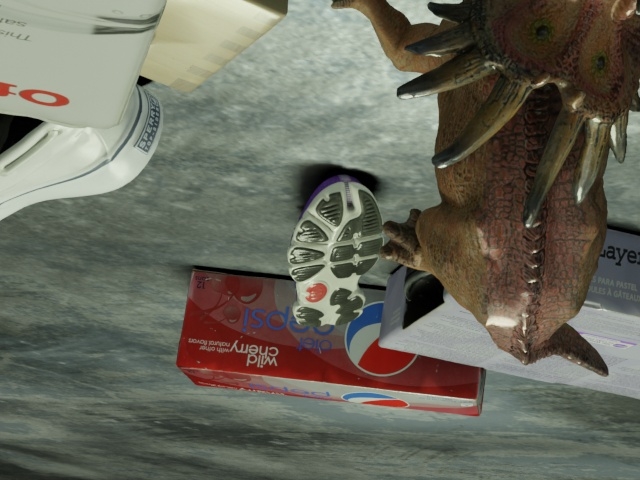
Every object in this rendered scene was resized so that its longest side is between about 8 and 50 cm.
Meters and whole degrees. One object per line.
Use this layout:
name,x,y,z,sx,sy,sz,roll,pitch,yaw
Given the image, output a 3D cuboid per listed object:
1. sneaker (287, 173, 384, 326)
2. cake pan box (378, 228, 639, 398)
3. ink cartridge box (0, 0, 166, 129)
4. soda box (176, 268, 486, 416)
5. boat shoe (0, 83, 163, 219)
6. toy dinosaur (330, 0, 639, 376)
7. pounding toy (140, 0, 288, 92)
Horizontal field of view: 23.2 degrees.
sneaker,0.000,0.000,1.121,0.068,0.071,0.170,-8,151,-13
cake pan box,0.193,0.055,1.193,0.266,0.070,0.246,12,161,-10
ink cartridge box,-0.105,-0.114,0.373,0.160,0.093,0.219,12,164,-11
soda box,0.013,0.091,1.360,0.263,0.092,0.083,6,165,10
boat shoe,-0.215,-0.064,0.988,0.258,0.095,0.084,-17,147,36
toy dinosaur,0.089,-0.031,0.690,0.127,0.296,0.200,-14,-153,-7
pounding toy,-0.095,-0.142,0.599,0.141,0.130,0.100,19,149,-31
